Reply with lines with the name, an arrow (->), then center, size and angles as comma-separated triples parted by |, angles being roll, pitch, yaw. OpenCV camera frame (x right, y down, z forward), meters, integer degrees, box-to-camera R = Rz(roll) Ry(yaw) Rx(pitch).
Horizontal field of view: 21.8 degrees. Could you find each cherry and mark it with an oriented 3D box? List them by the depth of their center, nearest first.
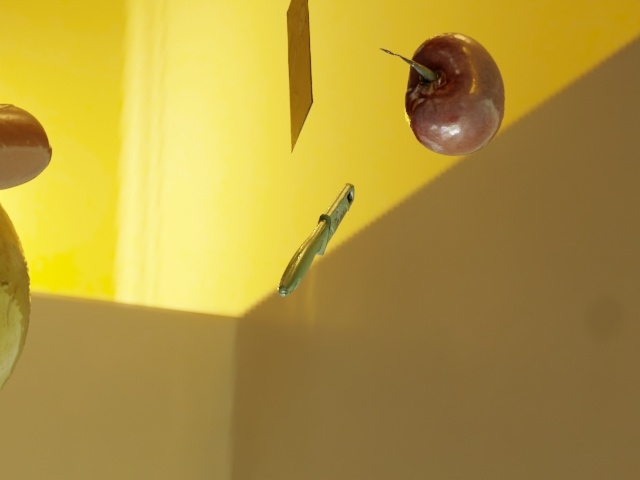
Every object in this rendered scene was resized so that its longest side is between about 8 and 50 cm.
cherry -> 0.118, -0.127, 1.438 | 0.087, 0.126, 0.106 | -3, -87, 26

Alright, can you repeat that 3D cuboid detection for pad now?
pad -> -0.024, -0.209, 1.878 | 0.127, 0.004, 0.190 | 115, -26, -63

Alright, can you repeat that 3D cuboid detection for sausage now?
sausage -> -0.473, -0.116, 2.143 | 0.121, 0.304, 0.121 | 5, -81, 32

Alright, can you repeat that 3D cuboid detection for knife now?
knife -> -0.002, 0.000, 1.752 | 0.293, 0.020, 0.043 | -58, 156, -62

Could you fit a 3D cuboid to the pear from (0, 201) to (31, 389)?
pear -> -0.472, 0.062, 1.744 | 0.348, 0.348, 0.348 | -172, -90, -67
